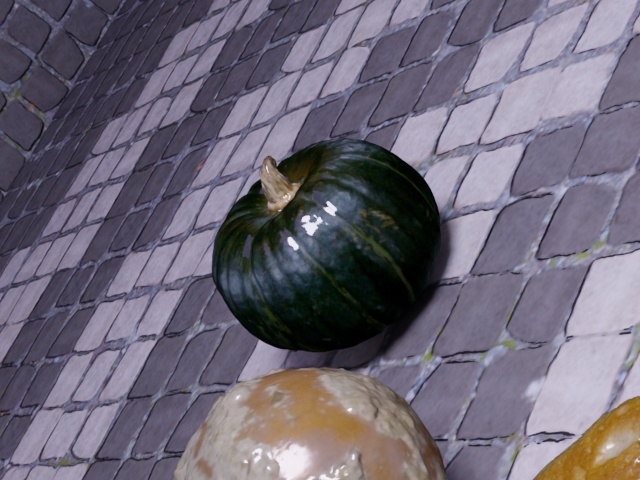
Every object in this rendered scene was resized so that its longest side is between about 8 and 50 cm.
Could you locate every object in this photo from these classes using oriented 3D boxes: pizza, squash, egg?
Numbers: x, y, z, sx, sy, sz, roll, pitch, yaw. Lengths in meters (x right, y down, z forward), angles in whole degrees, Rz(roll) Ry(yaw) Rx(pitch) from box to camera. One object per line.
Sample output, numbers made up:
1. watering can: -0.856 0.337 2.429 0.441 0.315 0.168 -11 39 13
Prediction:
1. pizza: 0.191 0.192 0.979 0.154 0.069 0.194 -44 31 18
2. squash: 0.004 0.004 1.463 0.218 0.172 0.218 -23 53 34
3. egg: -0.007 0.191 1.186 0.203 0.203 0.245 -57 17 -11
